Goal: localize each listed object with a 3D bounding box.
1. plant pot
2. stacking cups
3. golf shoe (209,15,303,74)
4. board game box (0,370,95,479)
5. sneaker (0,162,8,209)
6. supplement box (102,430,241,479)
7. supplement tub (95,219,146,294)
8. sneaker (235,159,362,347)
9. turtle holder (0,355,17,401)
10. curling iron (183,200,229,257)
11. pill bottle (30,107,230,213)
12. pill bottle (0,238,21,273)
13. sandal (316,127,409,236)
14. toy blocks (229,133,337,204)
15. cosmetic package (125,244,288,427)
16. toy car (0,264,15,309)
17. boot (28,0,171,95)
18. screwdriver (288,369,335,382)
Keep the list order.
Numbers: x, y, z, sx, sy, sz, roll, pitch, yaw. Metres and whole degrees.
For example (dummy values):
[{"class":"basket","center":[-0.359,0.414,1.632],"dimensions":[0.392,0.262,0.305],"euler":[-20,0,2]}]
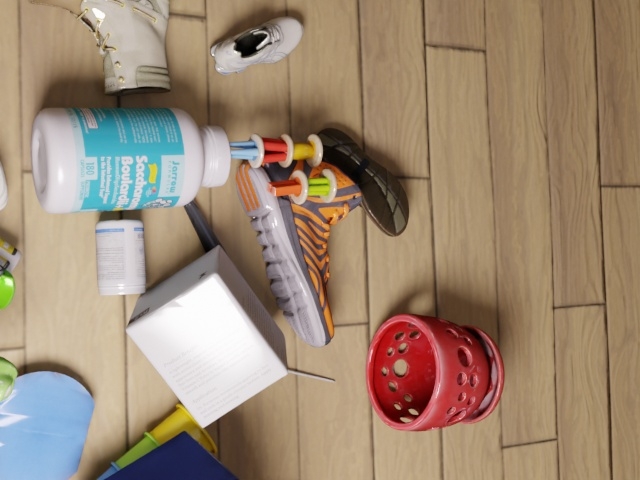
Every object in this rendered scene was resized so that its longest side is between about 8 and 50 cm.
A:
[{"class":"plant pot","center":[0.196,0.222,1.460],"dimensions":[0.174,0.191,0.191],"euler":[7,85,-37]},{"class":"stacking cups","center":[-0.297,0.372,1.243],"dimensions":[0.316,0.096,0.096],"euler":[-39,106,-19]},{"class":"golf shoe","center":[-0.087,-0.315,1.381],"dimensions":[0.176,0.086,0.069],"euler":[-32,101,-28]},{"class":"board game box","center":[-0.397,0.265,1.217],"dimensions":[0.133,0.033,0.169],"euler":[17,85,-32]},{"class":"sneaker","center":[-0.503,-0.161,1.130],"dimensions":[0.110,0.118,0.292],"euler":[-35,105,-27]},{"class":"supplement box","center":[-0.172,0.481,1.182],"dimensions":[0.194,0.195,0.357],"euler":[-29,120,-27]},{"class":"supplement tub","center":[-0.291,0.025,1.262],"dimensions":[0.071,0.071,0.107],"euler":[-1,88,-29]},{"class":"sneaker","center":[0.000,0.000,1.392],"dimensions":[0.180,0.124,0.321],"euler":[-21,98,-27]},{"class":"turtle holder","center":[-0.547,0.174,0.994],"dimensions":[0.320,0.227,0.243],"euler":[29,101,-32]},{"class":"curling iron","center":[-0.157,0.056,1.354],"dimensions":[0.068,0.035,0.274],"euler":[-25,100,-28]},{"class":"pill bottle","center":[-0.267,-0.117,1.238],"dimensions":[0.264,0.146,0.146],"euler":[-5,90,-28]},{"class":"pill bottle","center":[-0.470,0.010,1.167],"dimensions":[0.116,0.065,0.065],"euler":[39,71,-22]},{"class":"sandal","center":[0.066,-0.096,1.475],"dimensions":[0.219,0.060,0.090],"euler":[43,62,-5]},{"class":"toy blocks","center":[-0.062,-0.107,1.300],"dimensions":[0.148,0.054,0.123],"euler":[-4,57,-28]},{"class":"cosmetic package","center":[-0.159,0.135,1.255],"dimensions":[0.151,0.151,0.184],"euler":[-32,104,5]},{"class":"toy car","center":[-0.503,0.034,1.106],"dimensions":[0.225,0.053,0.239],"euler":[17,108,-17]},{"class":"boot","center":[-0.318,-0.295,1.259],"dimensions":[0.213,0.077,0.165],"euler":[-2,90,-32]},{"class":"screwdriver","center":[-0.042,0.216,1.416],"dimensions":[0.170,0.025,0.024],"euler":[17,80,-26]}]
